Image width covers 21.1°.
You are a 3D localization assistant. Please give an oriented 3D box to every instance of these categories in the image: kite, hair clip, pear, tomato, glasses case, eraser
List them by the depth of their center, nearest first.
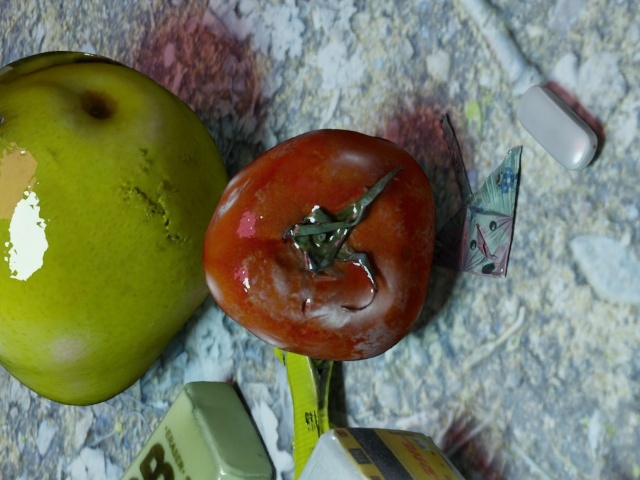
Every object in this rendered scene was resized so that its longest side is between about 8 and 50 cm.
[{"bbox_3d":[0.168,-0.080,1.222,0.032,0.021,0.083,-61,41,21],"label":"glasses case"},{"bbox_3d":[0.109,-0.029,1.303,0.137,0.005,0.152,-50,46,34],"label":"kite"},{"bbox_3d":[0.000,0.000,1.309,0.151,0.187,0.187,-129,50,-86],"label":"tomato"},{"bbox_3d":[-0.006,0.163,1.379,0.072,0.046,0.173,-42,49,52],"label":"hair clip"},{"bbox_3d":[-0.119,0.219,1.505,0.172,0.058,0.117,-55,44,30],"label":"eraser"},{"bbox_3d":[-0.223,-0.002,1.516,0.285,0.285,0.336,51,124,45],"label":"pear"}]

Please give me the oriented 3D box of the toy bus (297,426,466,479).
[{"bbox_3d":[-0.002,0.299,1.269,0.097,0.138,0.342,47,117,44],"label":"toy bus"}]
